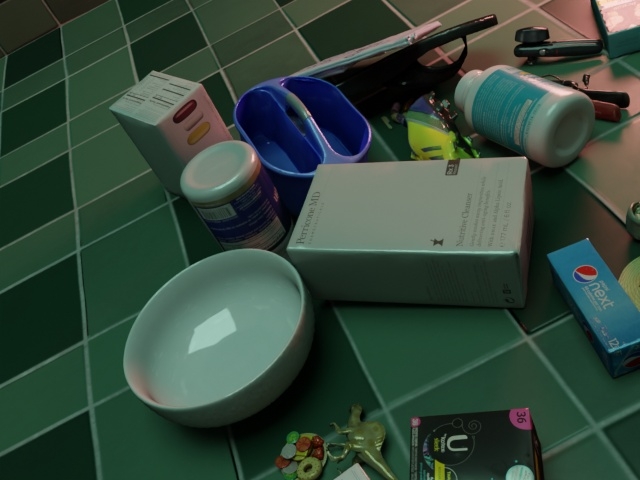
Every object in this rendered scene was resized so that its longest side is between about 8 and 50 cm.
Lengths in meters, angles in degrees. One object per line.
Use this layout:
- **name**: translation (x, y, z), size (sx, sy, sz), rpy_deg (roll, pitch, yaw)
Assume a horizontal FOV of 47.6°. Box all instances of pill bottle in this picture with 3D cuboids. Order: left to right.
- **pill bottle**: translation (-0.144, -0.049, 1.392), size (0.153, 0.264, 0.153), rpy_deg (-14, 44, 14)
- **pill bottle**: translation (0.379, -0.250, 1.396), size (0.146, 0.146, 0.264), rpy_deg (-39, 43, -11)

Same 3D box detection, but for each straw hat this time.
- **straw hat**: translation (0.511, 0.051, 1.085), size (0.145, 0.061, 0.144), rpy_deg (-15, 43, 14)

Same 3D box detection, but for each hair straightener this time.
- **hair straightener**: translation (0.508, -0.292, 1.454), size (0.231, 0.047, 0.089), rpy_deg (18, 58, 45)

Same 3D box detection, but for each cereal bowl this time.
- **cereal bowl**: translation (-0.160, 0.181, 1.262), size (0.339, 0.141, 0.338), rpy_deg (-15, 43, 15)

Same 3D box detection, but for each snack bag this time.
- **snack bag**: translation (0.100, -0.432, 1.697), size (0.343, 0.037, 0.323), rpy_deg (-13, 16, 27)

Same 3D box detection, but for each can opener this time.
- **can opener**: translation (0.509, -0.415, 1.562), size (0.186, 0.073, 0.059), rpy_deg (11, 46, 25)

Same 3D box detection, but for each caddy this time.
- **caddy**: translation (-0.038, -0.216, 1.512), size (0.241, 0.179, 0.341), rpy_deg (-23, 50, -15)

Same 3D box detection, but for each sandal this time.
- **sandal**: translation (0.198, -0.383, 1.657), size (0.446, 0.107, 0.167), rpy_deg (-24, 12, 12)

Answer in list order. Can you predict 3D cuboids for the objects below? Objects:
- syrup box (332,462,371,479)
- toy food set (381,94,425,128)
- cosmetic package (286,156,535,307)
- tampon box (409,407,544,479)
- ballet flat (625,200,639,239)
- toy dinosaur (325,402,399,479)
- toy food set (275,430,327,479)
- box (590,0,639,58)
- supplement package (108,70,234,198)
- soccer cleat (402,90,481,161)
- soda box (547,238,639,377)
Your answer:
- **syrup box**: translation (-0.009, 0.419, 0.976), size (0.237, 0.093, 0.096), rpy_deg (-34, 42, -7)
- **toy food set**: translation (0.198, -0.299, 1.641), size (0.122, 0.019, 0.078), rpy_deg (-28, 41, 1)
- **cosmetic package**: translation (0.161, -0.015, 1.253), size (0.385, 0.156, 0.217), rpy_deg (0, 51, 21)
- **tampon box**: translation (0.209, 0.305, 0.964), size (0.161, 0.101, 0.120), rpy_deg (-11, 45, 19)
- **ballet flat**: translation (0.591, -0.047, 1.135), size (0.213, 0.068, 0.072), rpy_deg (-11, 44, 19)
- **toy dinosaur**: translation (0.060, 0.310, 1.079), size (0.093, 0.053, 0.183), rpy_deg (-30, 41, -4)
- **toy food set**: translation (-0.029, 0.335, 1.126), size (0.083, 0.020, 0.083), rpy_deg (-2, 48, 27)
- **box**: translation (0.648, -0.494, 1.560), size (0.101, 0.060, 0.244), rpy_deg (-12, 43, 18)
- **supplement package**: translation (-0.319, -0.229, 1.671), size (0.204, 0.261, 0.145), rpy_deg (24, 63, 42)
- **soccer cleat**: translation (0.241, -0.183, 1.472), size (0.121, 0.094, 0.289), rpy_deg (-45, 38, 28)
- **soda box**: translation (0.418, 0.097, 1.086), size (0.071, 0.067, 0.210), rpy_deg (-23, 42, 6)
